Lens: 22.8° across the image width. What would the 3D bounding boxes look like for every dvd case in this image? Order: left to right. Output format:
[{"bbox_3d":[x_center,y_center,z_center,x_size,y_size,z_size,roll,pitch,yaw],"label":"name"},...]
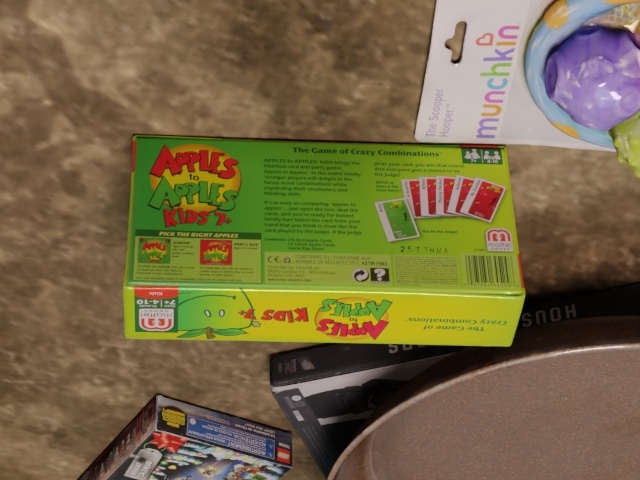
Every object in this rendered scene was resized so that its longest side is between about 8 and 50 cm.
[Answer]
[{"bbox_3d":[0.110,0.103,0.941,0.239,0.029,0.179,-12,141,12],"label":"dvd case"}]

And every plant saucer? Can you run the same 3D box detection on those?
[{"bbox_3d":[0.155,0.131,0.916,0.311,0.050,0.310,-1,142,0],"label":"plant saucer"}]

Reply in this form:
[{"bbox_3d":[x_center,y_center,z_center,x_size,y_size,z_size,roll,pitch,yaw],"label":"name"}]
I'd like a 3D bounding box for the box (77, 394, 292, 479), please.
[{"bbox_3d":[-0.091,0.150,0.994,0.094,0.027,0.137,19,138,-24],"label":"box"}]

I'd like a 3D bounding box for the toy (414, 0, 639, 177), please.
[{"bbox_3d":[0.168,-0.068,0.703,0.237,0.056,0.137,1,141,-4],"label":"toy"}]

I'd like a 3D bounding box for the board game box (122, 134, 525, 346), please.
[{"bbox_3d":[0.000,0.000,0.752,0.181,0.092,0.043,2,141,-4],"label":"board game box"}]
